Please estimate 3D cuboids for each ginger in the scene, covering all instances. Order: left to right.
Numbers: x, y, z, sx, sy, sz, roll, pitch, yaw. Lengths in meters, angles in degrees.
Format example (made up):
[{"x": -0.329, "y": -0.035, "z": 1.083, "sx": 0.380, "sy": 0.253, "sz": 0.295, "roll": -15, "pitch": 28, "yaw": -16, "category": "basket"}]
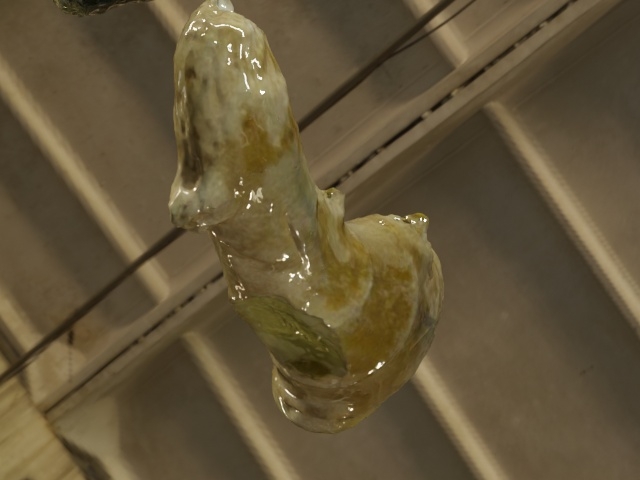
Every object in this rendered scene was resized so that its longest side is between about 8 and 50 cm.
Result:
[{"x": 0.000, "y": 0.000, "z": 0.532, "sx": 0.086, "sy": 0.131, "sz": 0.294, "roll": 33, "pitch": -19, "yaw": 34, "category": "ginger"}]

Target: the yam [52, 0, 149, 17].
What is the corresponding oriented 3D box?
[{"x": -0.008, "y": -0.174, "z": 0.518, "sx": 0.061, "sy": 0.274, "sz": 0.061, "roll": 54, "pitch": -21, "yaw": 32, "category": "yam"}]
